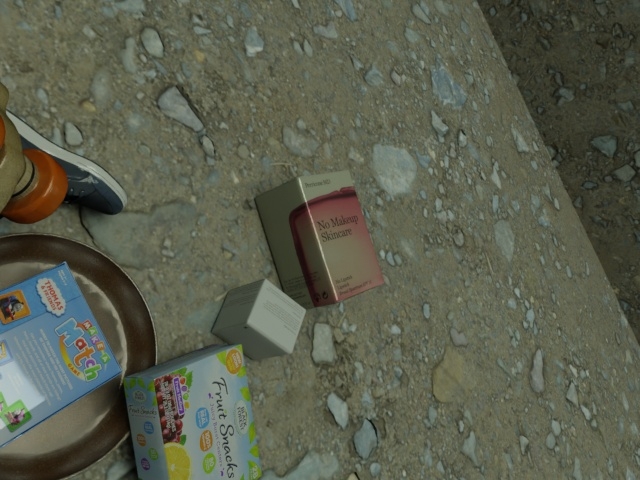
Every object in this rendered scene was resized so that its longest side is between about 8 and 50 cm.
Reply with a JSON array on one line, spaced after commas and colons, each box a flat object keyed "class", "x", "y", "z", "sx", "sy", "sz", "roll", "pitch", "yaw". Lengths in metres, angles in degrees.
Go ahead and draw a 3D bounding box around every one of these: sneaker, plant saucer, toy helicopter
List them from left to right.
[{"class": "toy helicopter", "x": -0.459, "y": -0.126, "z": 0.626, "sx": 0.355, "sy": 0.235, "sz": 0.140, "roll": 54, "pitch": -5, "yaw": 22}, {"class": "sneaker", "x": -0.376, "y": -0.053, "z": 0.747, "sx": 0.226, "sy": 0.086, "sz": 0.163, "roll": 33, "pitch": 52, "yaw": -31}, {"class": "plant saucer", "x": -0.356, "y": 0.145, "z": 0.727, "sx": 0.311, "sy": 0.050, "sz": 0.310, "roll": 18, "pitch": 63, "yaw": -39}]

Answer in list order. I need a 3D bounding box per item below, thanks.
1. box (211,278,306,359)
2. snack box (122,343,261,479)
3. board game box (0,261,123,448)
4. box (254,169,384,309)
[{"class": "box", "x": -0.100, "y": 0.132, "z": 0.948, "sx": 0.101, "sy": 0.102, "sz": 0.087, "roll": 41, "pitch": 49, "yaw": -28}, {"class": "snack box", "x": -0.174, "y": 0.267, "z": 0.812, "sx": 0.174, "sy": 0.070, "sz": 0.207, "roll": -10, "pitch": 94, "yaw": -57}, {"class": "board game box", "x": -0.358, "y": 0.139, "z": 0.664, "sx": 0.211, "sy": 0.039, "sz": 0.160, "roll": -31, "pitch": 99, "yaw": -45}, {"class": "box", "x": 0.000, "y": 0.000, "z": 1.077, "sx": 0.149, "sy": 0.127, "sz": 0.232, "roll": -16, "pitch": 88, "yaw": -46}]
